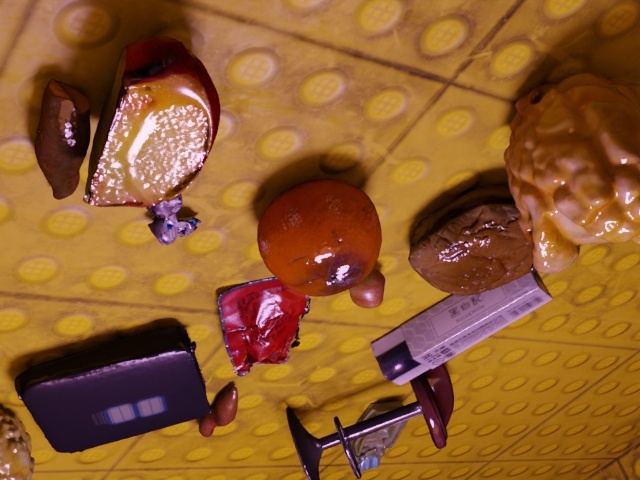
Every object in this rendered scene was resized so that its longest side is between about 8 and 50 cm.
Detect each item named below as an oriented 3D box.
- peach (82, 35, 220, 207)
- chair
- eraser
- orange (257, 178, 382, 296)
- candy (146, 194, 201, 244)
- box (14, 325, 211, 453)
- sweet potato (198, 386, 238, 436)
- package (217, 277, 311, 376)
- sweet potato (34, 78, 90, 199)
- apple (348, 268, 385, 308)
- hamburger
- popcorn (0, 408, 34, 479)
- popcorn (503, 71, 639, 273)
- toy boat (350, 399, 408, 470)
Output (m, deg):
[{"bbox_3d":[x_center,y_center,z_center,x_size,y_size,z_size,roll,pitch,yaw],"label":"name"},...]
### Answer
[{"bbox_3d":[-0.217,-0.175,1.314,0.158,0.154,0.267,8,129,-23],"label":"peach"},{"bbox_3d":[0.140,0.429,2.318,0.400,0.227,0.226,-22,147,0],"label":"chair"},{"bbox_3d":[0.308,0.181,2.165,0.404,0.096,0.098,-32,146,19],"label":"eraser"},{"bbox_3d":[0.000,0.000,1.667,0.224,0.170,0.224,-15,146,-11],"label":"orange"},{"bbox_3d":[-0.244,-0.070,1.550,0.094,0.051,0.226,-27,150,-9],"label":"candy"},{"bbox_3d":[-0.405,0.309,1.972,0.350,0.091,0.359,-15,147,-7],"label":"box"},{"bbox_3d":[-0.225,0.393,2.221,0.055,0.058,0.202,-17,153,-46],"label":"sweet potato"},{"bbox_3d":[-0.111,0.175,1.959,0.194,0.071,0.269,-22,146,-25],"label":"package"},{"bbox_3d":[-0.362,-0.124,1.380,0.077,0.077,0.244,-6,143,-21],"label":"sweet potato"},{"bbox_3d":[0.092,0.094,1.940,0.071,0.084,0.084,6,148,9],"label":"apple"},{"bbox_3d":[0.307,0.015,1.888,0.265,0.134,0.285,-31,143,13],"label":"hamburger"},{"bbox_3d":[-0.683,0.452,1.932,0.233,0.192,0.266,8,120,-28],"label":"popcorn"},{"bbox_3d":[0.460,-0.098,1.645,0.349,0.349,0.382,2,135,-30],"label":"popcorn"},{"bbox_3d":[0.149,0.500,2.558,0.111,0.084,0.276,-3,140,-20],"label":"toy boat"}]
